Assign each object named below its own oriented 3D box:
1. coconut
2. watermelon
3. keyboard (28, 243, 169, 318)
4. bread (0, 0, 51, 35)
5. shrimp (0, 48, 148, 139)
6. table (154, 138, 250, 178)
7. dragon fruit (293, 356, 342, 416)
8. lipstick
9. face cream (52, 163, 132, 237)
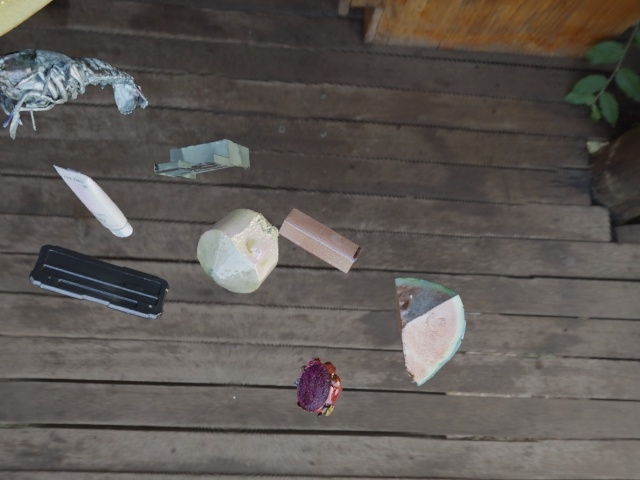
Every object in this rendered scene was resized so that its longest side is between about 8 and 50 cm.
[{"bbox_3d":[-0.127,0.020,1.084,0.116,0.116,0.122,36,45,2],"label":"coconut"},{"bbox_3d":[0.250,0.192,1.594,0.146,0.128,0.231,-8,112,4],"label":"watermelon"},{"bbox_3d":[-0.435,0.084,1.418,0.262,0.016,0.106,19,46,-16],"label":"keyboard"},{"bbox_3d":[-0.450,-0.402,0.941,0.246,0.111,0.239,-27,73,18],"label":"bread"},{"bbox_3d":[-0.545,-0.319,1.482,0.410,0.221,0.166,-29,107,-52],"label":"shrimp"},{"bbox_3d":[-0.259,-0.178,1.569,0.146,0.175,0.062,-8,85,20],"label":"table"},{"bbox_3d":[0.005,0.303,1.468,0.068,0.126,0.112,25,80,-39],"label":"dragon fruit"},{"bbox_3d":[0.000,0.000,1.282,0.145,0.045,0.045,31,42,2],"label":"lipstick"},{"bbox_3d":[-0.209,-0.037,0.667,0.038,0.115,0.020,19,67,18],"label":"face cream"}]
